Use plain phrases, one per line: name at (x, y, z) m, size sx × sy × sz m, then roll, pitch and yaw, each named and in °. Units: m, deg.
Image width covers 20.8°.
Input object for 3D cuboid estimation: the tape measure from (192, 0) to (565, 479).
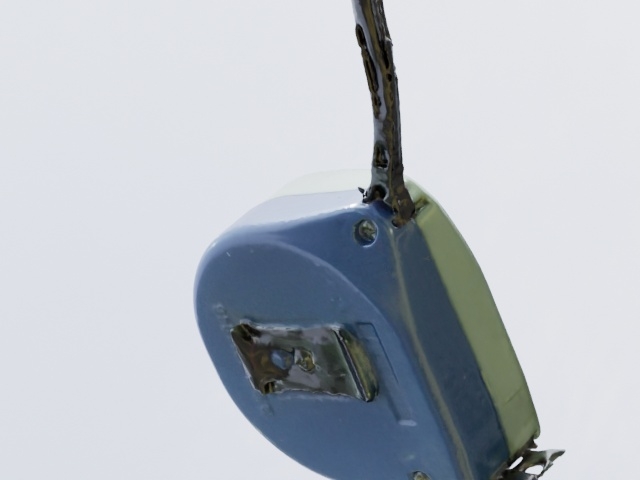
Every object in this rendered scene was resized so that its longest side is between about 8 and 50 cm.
tape measure at (0.000, 0.000, 1.077) m, size 0.098 × 0.215 × 0.351 m, roll -37°, pitch -66°, yaw -40°
